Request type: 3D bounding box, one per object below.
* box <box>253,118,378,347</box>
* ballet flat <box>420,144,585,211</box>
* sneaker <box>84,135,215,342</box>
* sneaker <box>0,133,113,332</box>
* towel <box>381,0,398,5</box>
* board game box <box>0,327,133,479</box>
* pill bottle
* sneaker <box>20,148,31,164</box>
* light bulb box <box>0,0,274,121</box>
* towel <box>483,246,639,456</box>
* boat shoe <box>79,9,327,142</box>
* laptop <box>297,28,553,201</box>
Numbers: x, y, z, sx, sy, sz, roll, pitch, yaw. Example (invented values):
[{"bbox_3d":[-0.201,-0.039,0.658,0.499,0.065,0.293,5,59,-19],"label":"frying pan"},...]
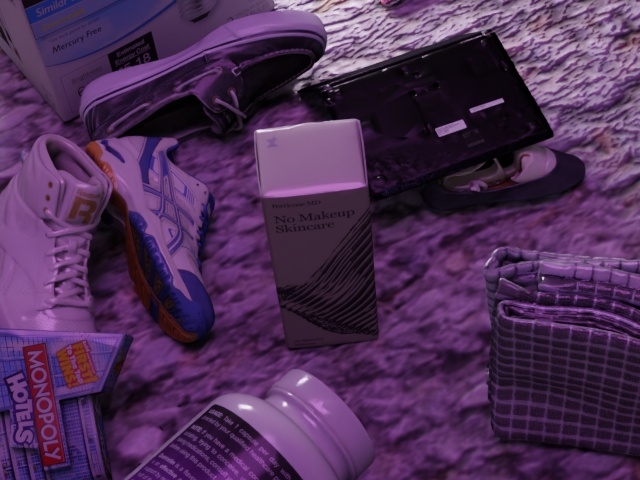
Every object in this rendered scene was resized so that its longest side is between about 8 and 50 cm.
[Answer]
[{"bbox_3d":[0.000,0.000,1.329,0.113,0.275,0.094,-7,53,1],"label":"box"},{"bbox_3d":[0.219,-0.081,1.498,0.203,0.074,0.074,-11,51,-2],"label":"ballet flat"},{"bbox_3d":[-0.171,-0.018,1.474,0.131,0.112,0.296,-14,58,-26],"label":"sneaker"},{"bbox_3d":[-0.294,0.013,1.410,0.108,0.169,0.292,6,46,-40],"label":"sneaker"},{"bbox_3d":[0.101,-0.417,1.807,0.144,0.029,0.197,-27,51,-14],"label":"towel"},{"bbox_3d":[-0.286,0.167,1.316,0.194,0.060,0.194,-12,83,-1],"label":"board game box"},{"bbox_3d":[-0.102,0.271,1.188,0.323,0.181,0.181,-40,58,-22],"label":"pill bottle"},{"bbox_3d":[-0.335,-0.087,1.596,0.069,0.038,0.098,-25,62,-14],"label":"sneaker"},{"bbox_3d":[-0.279,-0.417,1.640,0.358,0.361,0.225,-33,55,-17],"label":"light bulb box"},{"bbox_3d":[0.297,0.118,1.229,0.284,0.235,0.121,7,59,13],"label":"towel"},{"bbox_3d":[-0.140,-0.184,1.610,0.335,0.121,0.119,-22,59,4],"label":"boat shoe"},{"bbox_3d":[0.120,-0.161,1.561,0.234,0.136,0.264,-21,63,-8],"label":"laptop"}]
